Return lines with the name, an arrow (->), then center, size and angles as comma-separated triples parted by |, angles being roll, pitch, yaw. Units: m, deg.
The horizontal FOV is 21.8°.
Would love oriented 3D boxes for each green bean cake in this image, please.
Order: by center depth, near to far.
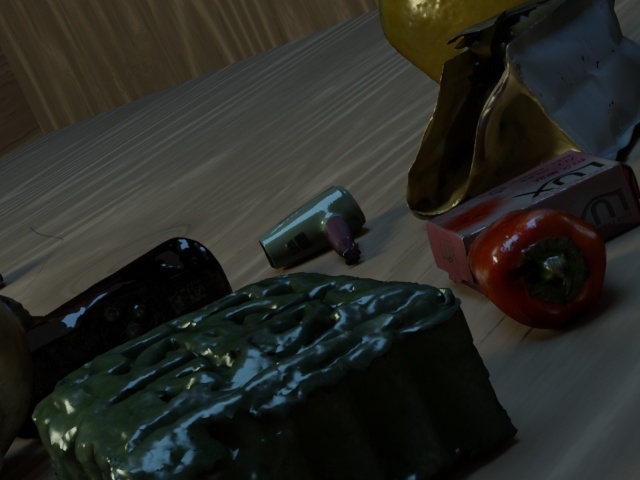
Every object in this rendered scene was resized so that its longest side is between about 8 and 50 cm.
green bean cake -> -0.037, 0.115, 1.048 | 0.241, 0.132, 0.255 | -26, 11, -21

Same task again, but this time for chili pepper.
chili pepper -> 0.157, 0.019, 1.172 | 0.086, 0.084, 0.192 | -57, 7, 6

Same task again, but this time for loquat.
loquat -> 0.214, -0.285, 1.921 | 0.275, 0.275, 0.275 | -24, 12, 5

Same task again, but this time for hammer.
hammer -> -0.272, 0.094, 1.686 | 0.242, 0.095, 0.409 | -31, 11, -26

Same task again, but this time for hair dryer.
hair dryer -> 0.006, -0.003, 1.651 | 0.106, 0.054, 0.154 | -32, 17, -11

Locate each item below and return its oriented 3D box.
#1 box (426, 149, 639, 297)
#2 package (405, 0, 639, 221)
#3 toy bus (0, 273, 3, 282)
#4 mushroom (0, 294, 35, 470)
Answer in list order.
box -> 0.171, -0.015, 1.344 | 0.156, 0.060, 0.111 | -28, 14, -9
package -> 0.208, -0.165, 1.654 | 0.221, 0.165, 0.311 | -17, 14, 33
toy bus -> -0.518, 0.056, 2.355 | 0.123, 0.075, 0.060 | -27, 12, -9
mushroom -> -0.339, 0.137, 1.367 | 0.255, 0.255, 0.184 | -30, 47, -23
